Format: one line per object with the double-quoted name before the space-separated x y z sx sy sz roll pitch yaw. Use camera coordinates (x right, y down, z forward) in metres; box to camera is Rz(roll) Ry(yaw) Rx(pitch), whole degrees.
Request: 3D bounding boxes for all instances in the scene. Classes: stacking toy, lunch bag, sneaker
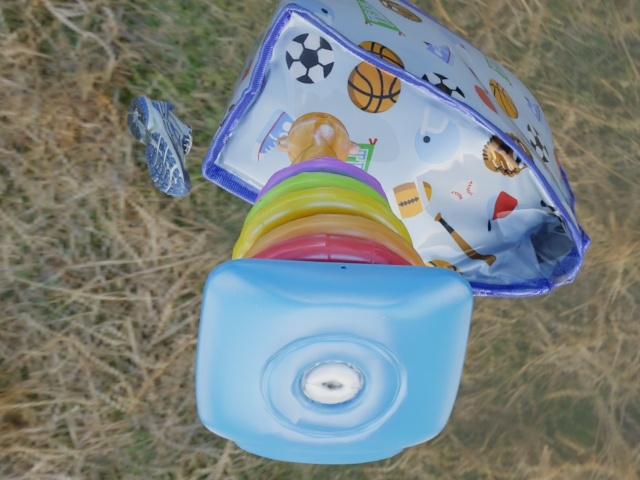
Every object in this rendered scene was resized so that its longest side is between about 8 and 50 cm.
"stacking toy" 0.000 0.000 0.900 0.175 0.302 0.166 2 129 -6
"lunch bag" 0.094 -0.107 1.317 0.385 0.328 0.239 26 114 -9
"sneaker" -0.161 -0.106 1.340 0.052 0.058 0.135 -56 49 43
